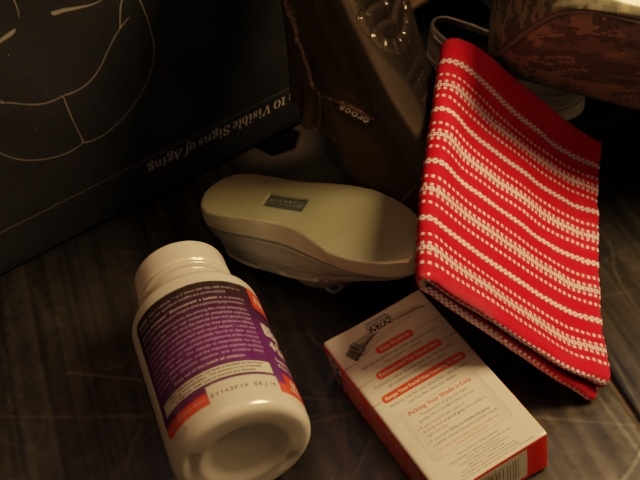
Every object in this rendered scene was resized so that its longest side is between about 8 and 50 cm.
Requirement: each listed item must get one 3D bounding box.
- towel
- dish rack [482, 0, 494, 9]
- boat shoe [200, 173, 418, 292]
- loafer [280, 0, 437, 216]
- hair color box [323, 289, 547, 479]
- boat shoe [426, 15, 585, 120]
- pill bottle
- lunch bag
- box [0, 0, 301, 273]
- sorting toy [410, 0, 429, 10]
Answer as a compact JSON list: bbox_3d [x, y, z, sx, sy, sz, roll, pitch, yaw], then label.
[{"bbox_3d":[0.162,-0.029,0.864,0.031,0.199,0.274,-35,32,40],"label":"towel"},{"bbox_3d":[0.331,-0.295,1.139,0.333,0.072,0.285,-24,48,-11],"label":"dish rack"},{"bbox_3d":[-0.001,0.001,0.923,0.228,0.081,0.079,14,52,32],"label":"boat shoe"},{"bbox_3d":[0.016,-0.148,0.897,0.130,0.365,0.134,-18,17,29],"label":"loafer"},{"bbox_3d":[0.085,0.124,0.811,0.093,0.053,0.167,-28,50,-13],"label":"hair color box"},{"bbox_3d":[0.183,-0.177,1.063,0.066,0.063,0.184,-36,51,-21],"label":"boat shoe"},{"bbox_3d":[-0.087,0.093,0.837,0.108,0.108,0.193,-20,47,-8],"label":"pill bottle"},{"bbox_3d":[0.307,-0.258,0.908,0.305,0.212,0.255,11,80,-7],"label":"lunch bag"},{"bbox_3d":[-0.228,-0.295,0.974,0.480,0.471,0.297,-28,48,-15],"label":"box"},{"bbox_3d":[0.128,-0.393,1.092,0.307,0.229,0.041,-30,2,23],"label":"sorting toy"}]
